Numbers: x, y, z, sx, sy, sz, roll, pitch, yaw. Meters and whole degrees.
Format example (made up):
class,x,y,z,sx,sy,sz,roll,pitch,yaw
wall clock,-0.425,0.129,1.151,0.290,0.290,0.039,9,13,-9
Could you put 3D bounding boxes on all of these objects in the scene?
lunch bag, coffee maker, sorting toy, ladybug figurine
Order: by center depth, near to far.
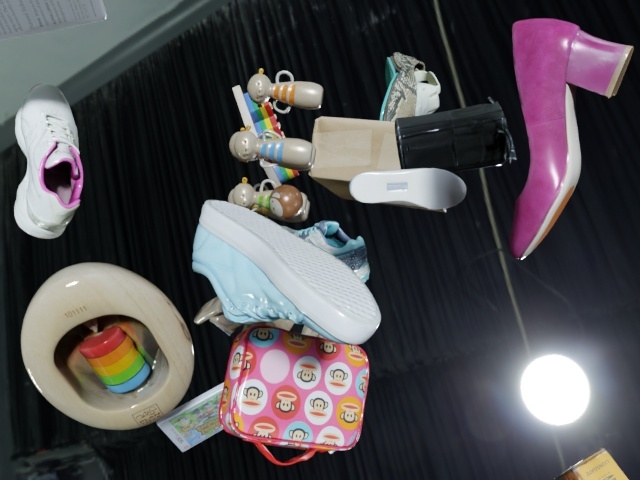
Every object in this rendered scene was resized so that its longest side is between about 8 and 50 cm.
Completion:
class,x,y,z,sx,sy,sz,roll,pitch,yaw
coffee maker,0.218,-0.171,0.963,0.178,0.120,0.171,-11,-174,8
lunch bag,-0.051,0.321,1.153,0.293,0.258,0.120,18,157,-21
ladybug figurine,-0.434,0.218,1.186,0.305,0.162,0.449,-23,128,-15
sorting toy,-0.150,-0.300,1.679,0.089,0.257,0.255,-23,143,1

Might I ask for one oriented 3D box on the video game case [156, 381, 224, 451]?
class,x,y,z,sx,sy,sz,roll,pitch,yaw
video game case,-0.325,0.496,1.588,0.212,0.023,0.193,-28,140,-12

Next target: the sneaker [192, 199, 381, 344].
class,x,y,z,sx,sy,sz,roll,pitch,yaw
sneaker,-0.065,0.073,0.823,0.135,0.366,0.150,4,112,-43

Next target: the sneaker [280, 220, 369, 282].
class,x,y,z,sx,sy,sz,roll,pitch,yaw
sneaker,0.000,0.000,1.329,0.283,0.122,0.110,21,-146,33

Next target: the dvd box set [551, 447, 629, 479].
class,x,y,z,sx,sy,sz,roll,pitch,yaw
dvd box set,0.447,0.524,0.768,0.062,0.420,0.308,-22,149,-14

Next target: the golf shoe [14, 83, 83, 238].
class,x,y,z,sx,sy,sz,roll,pitch,yaw
golf shoe,-0.481,-0.161,1.038,0.140,0.306,0.115,-23,160,40

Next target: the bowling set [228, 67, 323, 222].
class,x,y,z,sx,sy,sz,roll,pitch,yaw
bowling set,-0.092,-0.122,0.935,0.154,0.200,0.287,9,118,2

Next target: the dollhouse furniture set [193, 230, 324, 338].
class,x,y,z,sx,sy,sz,roll,pitch,yaw
dollhouse furniture set,-0.146,0.198,1.658,0.362,0.394,0.256,40,138,-18

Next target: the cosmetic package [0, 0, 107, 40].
class,x,y,z,sx,sy,sz,roll,pitch,yaw
cosmetic package,-0.548,-0.419,0.845,0.384,0.217,0.156,-17,159,-12

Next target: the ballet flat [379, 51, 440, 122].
class,x,y,z,sx,sy,sz,roll,pitch,yaw
ballet flat,0.286,-0.470,1.778,0.182,0.483,0.164,5,127,6

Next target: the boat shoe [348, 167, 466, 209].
class,x,y,z,sx,sy,sz,roll,pitch,yaw
boat shoe,0.135,-0.083,0.905,0.184,0.066,0.063,-5,-167,-3

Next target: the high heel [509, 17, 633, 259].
class,x,y,z,sx,sy,sz,roll,pitch,yaw
high heel,0.221,-0.104,0.605,0.082,0.117,0.244,-27,137,-51

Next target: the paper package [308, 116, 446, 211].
class,x,y,z,sx,sy,sz,roll,pitch,yaw
paper package,0.174,-0.198,1.512,0.324,0.168,0.309,8,175,20
